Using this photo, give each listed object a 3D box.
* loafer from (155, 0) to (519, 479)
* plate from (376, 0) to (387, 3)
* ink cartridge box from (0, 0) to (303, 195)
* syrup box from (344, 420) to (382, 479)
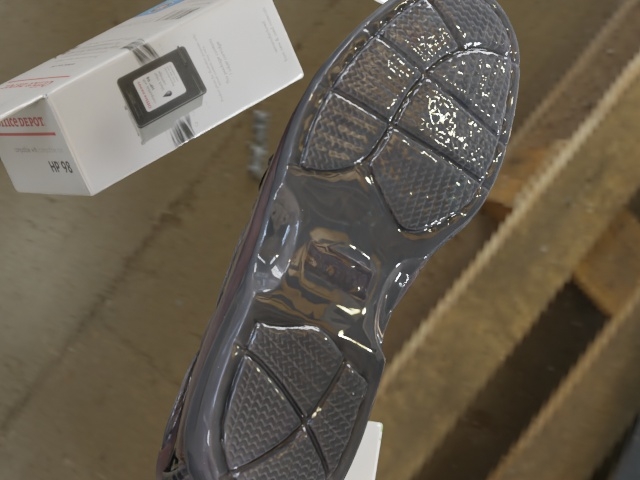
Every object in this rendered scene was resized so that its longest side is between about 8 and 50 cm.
[{"bbox_3d":[0.000,0.000,0.870,0.109,0.095,0.303,36,63,-21],"label":"loafer"},{"bbox_3d":[0.108,-0.262,1.458,0.188,0.024,0.188,-14,146,-10],"label":"plate"},{"bbox_3d":[-0.113,-0.074,0.963,0.180,0.104,0.060,-32,108,-26],"label":"ink cartridge box"},{"bbox_3d":[-0.010,0.240,1.532,0.093,0.237,0.096,10,59,1],"label":"syrup box"}]
